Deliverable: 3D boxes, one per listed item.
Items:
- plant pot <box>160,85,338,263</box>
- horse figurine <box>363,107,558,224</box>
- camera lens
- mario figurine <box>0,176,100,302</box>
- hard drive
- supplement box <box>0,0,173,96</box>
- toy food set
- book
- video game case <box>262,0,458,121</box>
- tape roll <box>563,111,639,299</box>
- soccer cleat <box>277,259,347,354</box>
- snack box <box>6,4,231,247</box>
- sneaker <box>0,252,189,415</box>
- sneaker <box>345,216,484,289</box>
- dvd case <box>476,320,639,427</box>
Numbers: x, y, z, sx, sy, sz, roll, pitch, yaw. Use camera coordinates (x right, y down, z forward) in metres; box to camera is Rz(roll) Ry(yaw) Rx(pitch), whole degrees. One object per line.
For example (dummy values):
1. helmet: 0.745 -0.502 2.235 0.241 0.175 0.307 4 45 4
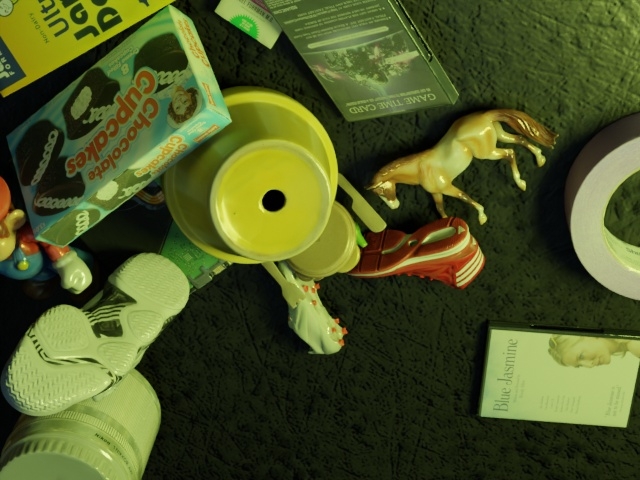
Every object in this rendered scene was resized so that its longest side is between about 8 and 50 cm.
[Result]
1. plant pot: -0.086 -0.076 1.538 0.254 0.239 0.254 -3 105 -12
2. horse figurine: 0.216 -0.113 1.630 0.263 0.066 0.174 -39 114 24
3. camera lens: -0.387 0.333 1.797 0.219 0.274 0.219 2 118 4
4. mario figurine: -0.460 0.031 1.605 0.198 0.170 0.320 -33 150 8
5. hard drive: -0.274 -0.070 1.697 0.237 0.064 0.339 -35 108 21
6. supplement box: -0.296 -0.370 1.459 0.356 0.195 0.194 -26 106 17
7. toy food set: 0.000 0.000 1.698 0.192 0.038 0.132 -41 73 9
8. book: -0.071 -0.354 1.552 0.096 0.035 0.144 32 117 -7
9. video game case: 0.042 -0.277 1.501 0.196 0.026 0.274 -4 136 43
10. tape roll: 0.499 -0.049 1.623 0.274 0.090 0.275 2 118 4
11. soccer cleat: -0.029 0.105 1.766 0.076 0.068 0.196 -18 115 25
12. snack box: -0.282 -0.153 1.521 0.322 0.187 0.060 -34 150 20
13. sneaker: -0.342 0.172 1.606 0.137 0.366 0.210 42 127 2
14. sneaker: 0.147 0.044 1.707 0.221 0.087 0.128 -10 139 33
15. dvd case: 0.388 0.219 1.810 0.253 0.022 0.180 4 118 3
